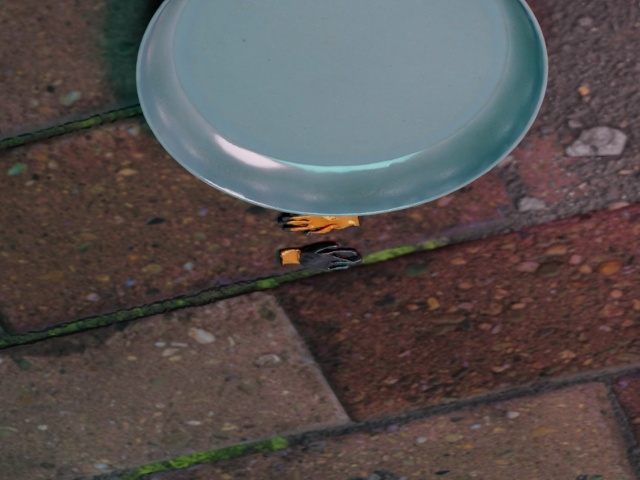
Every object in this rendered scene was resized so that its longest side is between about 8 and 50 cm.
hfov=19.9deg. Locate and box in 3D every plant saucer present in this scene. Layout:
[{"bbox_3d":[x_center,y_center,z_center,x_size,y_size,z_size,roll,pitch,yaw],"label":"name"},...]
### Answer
[{"bbox_3d":[0.016,-0.135,1.418,0.318,0.043,0.317,0,140,0],"label":"plant saucer"}]

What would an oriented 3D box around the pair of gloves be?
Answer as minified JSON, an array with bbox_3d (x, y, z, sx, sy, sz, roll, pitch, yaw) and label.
[{"bbox_3d":[0.000,0.000,1.605,0.074,0.010,0.083,-1,141,0],"label":"pair of gloves"}]
